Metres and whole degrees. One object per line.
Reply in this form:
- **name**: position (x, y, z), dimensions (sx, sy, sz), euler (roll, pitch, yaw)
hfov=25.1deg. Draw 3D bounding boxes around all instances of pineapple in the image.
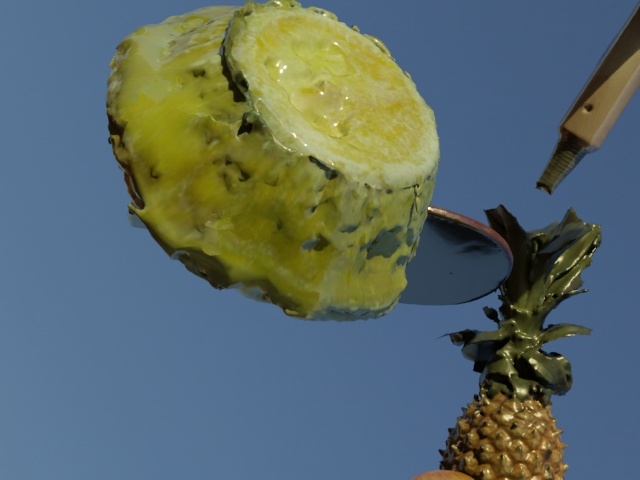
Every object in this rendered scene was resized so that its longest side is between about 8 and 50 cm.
- **pineapple**: position (0.177, 0.105, 1.245), dimensions (0.130, 0.119, 0.277), euler (-5, -108, 50)

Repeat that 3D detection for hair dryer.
- **hair dryer**: position (0.239, -0.128, 1.053), dimensions (0.054, 0.195, 0.220), euler (33, -72, 31)

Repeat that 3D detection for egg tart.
- **egg tart**: position (-0.013, -0.055, 0.707), dimensions (0.078, 0.197, 0.197), euler (-47, -116, 36)

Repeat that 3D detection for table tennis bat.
- **table tennis bat**: position (0.000, 0.000, 1.019), dimensions (0.154, 0.274, 0.021), euler (104, -5, -64)

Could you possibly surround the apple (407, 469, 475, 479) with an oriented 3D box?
- **apple**: position (0.093, 0.215, 1.092), dimensions (0.084, 0.084, 0.071), euler (-51, -139, 40)
